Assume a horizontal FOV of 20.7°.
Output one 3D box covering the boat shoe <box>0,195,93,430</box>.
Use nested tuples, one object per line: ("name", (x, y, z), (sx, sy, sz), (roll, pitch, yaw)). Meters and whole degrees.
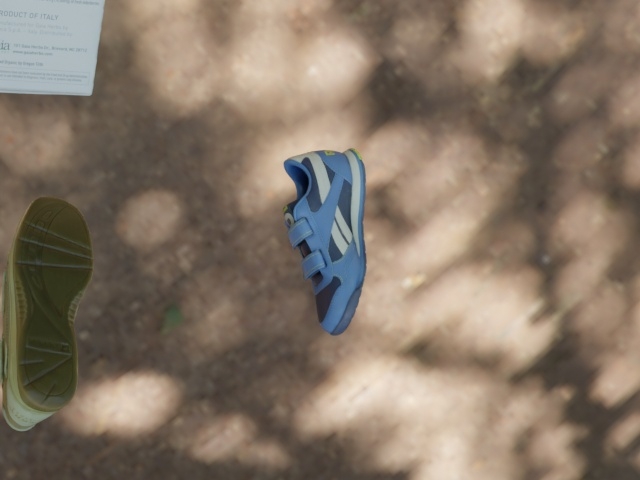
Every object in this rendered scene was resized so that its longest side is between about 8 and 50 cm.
("boat shoe", (-0.177, 0.044, 1.102), (0.056, 0.153, 0.048), (15, 145, -30))

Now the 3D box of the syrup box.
("syrup box", (-0.184, -0.218, 1.110), (0.096, 0.093, 0.237), (1, 111, -23))

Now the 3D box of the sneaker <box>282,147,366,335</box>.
("sneaker", (0.000, 0.000, 1.291), (0.059, 0.144, 0.053), (6, 159, -21))
